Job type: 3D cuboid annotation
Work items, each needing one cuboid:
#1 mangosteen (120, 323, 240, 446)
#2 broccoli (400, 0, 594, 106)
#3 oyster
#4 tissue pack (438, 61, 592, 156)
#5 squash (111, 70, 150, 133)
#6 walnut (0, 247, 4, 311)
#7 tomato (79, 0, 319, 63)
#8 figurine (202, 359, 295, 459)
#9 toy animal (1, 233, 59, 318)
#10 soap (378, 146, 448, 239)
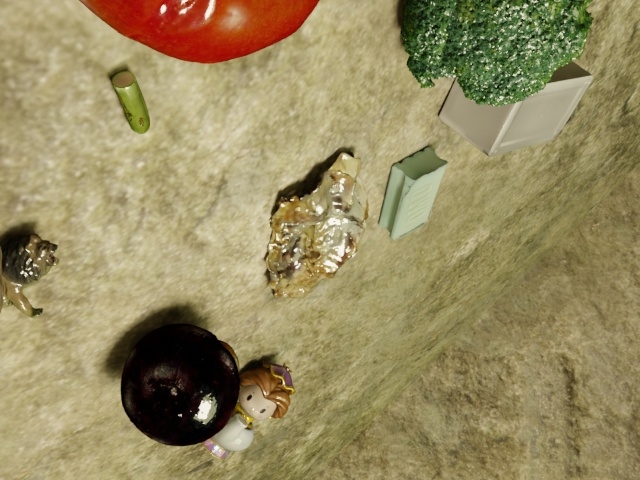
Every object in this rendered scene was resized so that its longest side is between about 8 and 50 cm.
[{"bbox_3d":[-0.240,0.244,1.100,0.211,0.211,0.250,-46,-176,7],"label":"mangosteen"},{"bbox_3d":[0.247,-0.328,0.880,0.241,0.261,0.269,-39,126,-68],"label":"broccoli"},{"bbox_3d":[0.004,0.001,1.153,0.201,0.107,0.355,-23,148,-28],"label":"oyster"},{"bbox_3d":[0.379,-0.278,1.191,0.246,0.136,0.159,-17,142,-36],"label":"tissue pack"},{"bbox_3d":[-0.211,-0.151,0.696,0.027,0.027,0.083,-34,154,-17],"label":"squash"},{"bbox_3d":[-0.399,0.041,0.542,0.224,0.224,0.224,-33,153,-19],"label":"walnut"},{"bbox_3d":[-0.091,-0.287,0.427,0.298,0.226,0.299,-32,145,-25],"label":"tomato"},{"bbox_3d":[-0.171,0.400,1.487,0.263,0.142,0.189,-44,-174,1],"label":"figurine"},{"bbox_3d":[-0.400,0.077,0.744,0.220,0.069,0.086,-45,134,-7],"label":"toy animal"},{"bbox_3d":[0.195,-0.097,1.313,0.114,0.063,0.198,-29,151,-22],"label":"soap"}]
